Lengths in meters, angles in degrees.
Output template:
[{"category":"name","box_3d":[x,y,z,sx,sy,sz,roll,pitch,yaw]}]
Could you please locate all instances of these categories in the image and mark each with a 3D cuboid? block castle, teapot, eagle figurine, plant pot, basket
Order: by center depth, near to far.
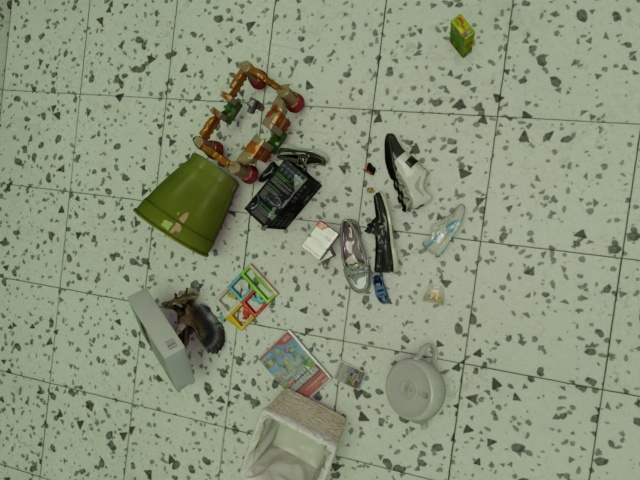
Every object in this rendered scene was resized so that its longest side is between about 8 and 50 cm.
[{"category":"teapot","box_3d":[0.396,0.579,1.774,0.256,0.187,0.252,-48,51,26]},{"category":"basket","box_3d":[-0.097,0.841,1.839,0.332,0.266,0.328,22,102,14]},{"category":"block castle","box_3d":[-0.300,-0.501,1.939,0.303,0.213,0.453,36,96,16]},{"category":"plant pot","box_3d":[-0.545,-0.173,1.954,0.367,0.366,0.352,33,86,12]},{"category":"eagle figurine","box_3d":[-0.596,0.381,2.048,0.226,0.225,0.298,12,131,53]}]

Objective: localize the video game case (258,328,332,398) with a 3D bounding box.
[{"category":"video game case","box_3d":[-0.112,0.562,1.981,0.204,0.025,0.285,-45,79,11]}]

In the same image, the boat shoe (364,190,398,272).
[{"category":"boat shoe","box_3d":[0.236,-0.029,1.839,0.113,0.127,0.339,-10,97,3]}]

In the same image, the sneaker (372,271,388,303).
[{"category":"sneaker","box_3d":[0.246,0.197,1.870,0.053,0.059,0.144,-17,87,12]}]

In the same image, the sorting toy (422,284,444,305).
[{"category":"sorting toy","box_3d":[0.464,0.219,1.825,0.083,0.045,0.075,13,86,15]}]

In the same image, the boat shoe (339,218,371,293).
[{"category":"boat shoe","box_3d":[0.137,0.066,1.875,0.118,0.103,0.320,-9,88,14]}]

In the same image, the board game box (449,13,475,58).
[{"category":"board game box","box_3d":[0.544,-0.783,1.728,0.043,0.181,0.092,-36,82,12]}]

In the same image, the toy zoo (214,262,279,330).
[{"category":"toy zoo","box_3d":[-0.351,0.271,2.040,0.192,0.030,0.293,46,101,10]}]

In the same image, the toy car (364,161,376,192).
[{"category":"toy car","box_3d":[0.196,-0.264,1.887,0.041,0.060,0.121,6,84,46]}]

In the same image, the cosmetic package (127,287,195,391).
[{"category":"cosmetic package","box_3d":[-0.691,0.430,1.951,0.098,0.284,0.377,-29,53,-26]}]

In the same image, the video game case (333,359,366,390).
[{"category":"video game case","box_3d":[0.127,0.579,1.926,0.122,0.011,0.087,23,95,14]}]

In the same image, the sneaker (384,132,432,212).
[{"category":"sneaker","box_3d":[0.357,-0.288,1.825,0.146,0.122,0.330,-17,85,-4]}]

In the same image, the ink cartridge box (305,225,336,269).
[{"category":"ink cartridge box","box_3d":[0.011,0.031,1.908,0.060,0.104,0.180,-28,84,10]}]

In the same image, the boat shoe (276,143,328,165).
[{"category":"boat shoe","box_3d":[-0.077,-0.352,1.924,0.220,0.077,0.070,11,53,4]}]

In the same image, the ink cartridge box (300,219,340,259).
[{"category":"ink cartridge box","box_3d":[0.000,0.000,1.828,0.099,0.056,0.135,38,95,10]}]

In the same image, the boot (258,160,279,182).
[{"category":"boot","box_3d":[-0.207,-0.282,1.997,0.099,0.045,0.121,43,99,8]}]

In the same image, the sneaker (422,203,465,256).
[{"category":"sneaker","box_3d":[0.496,-0.052,1.792,0.092,0.087,0.228,33,96,14]}]

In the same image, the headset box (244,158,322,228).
[{"category":"headset box","box_3d":[-0.142,-0.191,1.874,0.131,0.246,0.283,43,101,10]}]
